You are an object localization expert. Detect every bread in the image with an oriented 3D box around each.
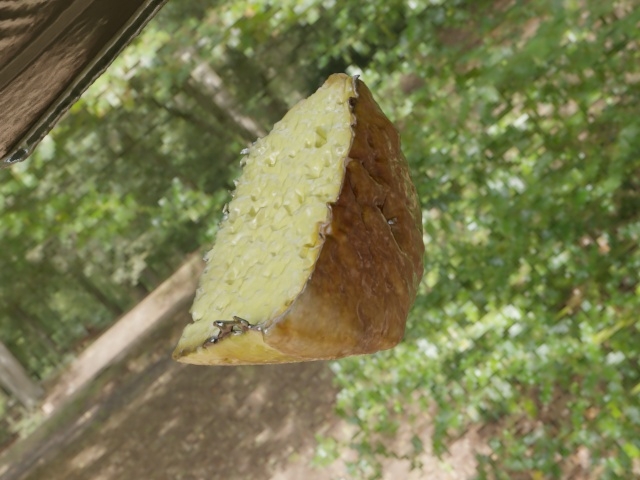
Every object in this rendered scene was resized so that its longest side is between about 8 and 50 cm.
[{"bbox_3d":[0.005,0.009,0.816,0.129,0.134,0.260,-25,31,38],"label":"bread"}]

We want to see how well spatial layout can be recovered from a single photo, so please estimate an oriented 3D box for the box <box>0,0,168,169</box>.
[{"bbox_3d":[-0.154,-0.131,0.532,0.274,0.138,0.178,-45,3,22],"label":"box"}]
